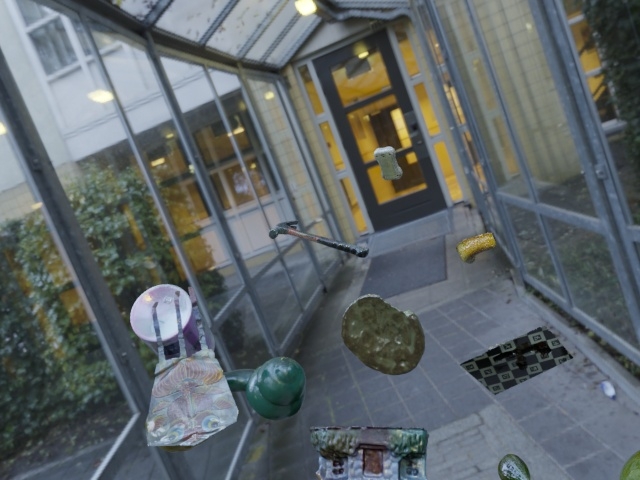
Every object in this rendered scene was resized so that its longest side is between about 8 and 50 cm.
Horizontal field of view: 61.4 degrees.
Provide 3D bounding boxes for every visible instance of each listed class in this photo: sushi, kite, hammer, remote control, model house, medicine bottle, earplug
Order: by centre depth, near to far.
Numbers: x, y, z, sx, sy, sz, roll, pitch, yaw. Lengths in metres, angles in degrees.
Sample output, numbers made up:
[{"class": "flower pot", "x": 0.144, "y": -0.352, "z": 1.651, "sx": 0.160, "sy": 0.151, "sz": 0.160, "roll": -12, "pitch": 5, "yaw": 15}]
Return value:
[{"class": "kite", "x": -0.197, "y": 0.171, "z": 0.756, "sx": 0.127, "sy": 0.230, "sz": 0.016, "roll": -18, "pitch": -30, "yaw": -5}, {"class": "medicine bottle", "x": -0.371, "y": 0.233, "z": 1.385, "sx": 0.152, "sy": 0.152, "sz": 0.254, "roll": -22, "pitch": -29, "yaw": -8}, {"class": "earplug", "x": -0.161, "y": 0.390, "z": 1.490, "sx": 0.280, "sy": 0.257, "sz": 0.164, "roll": -52, "pitch": 1, "yaw": 46}, {"class": "hammer", "x": 0.000, "y": -0.001, "z": 1.570, "sx": 0.287, "sy": 0.033, "sz": 0.111, "roll": 17, "pitch": 25, "yaw": 15}, {"class": "model house", "x": 0.146, "y": 0.732, "z": 1.589, "sx": 0.359, "sy": 0.339, "sz": 0.297, "roll": -2, "pitch": -22, "yaw": 10}, {"class": "sushi", "x": 0.587, "y": 0.348, "z": 1.626, "sx": 0.279, "sy": 0.192, "sz": 0.043, "roll": -36, "pitch": 26, "yaw": 26}, {"class": "remote control", "x": 0.226, "y": -0.257, "z": 1.798, "sx": 0.074, "sy": 0.122, "sz": 0.032, "roll": -3, "pitch": 39, "yaw": 30}]

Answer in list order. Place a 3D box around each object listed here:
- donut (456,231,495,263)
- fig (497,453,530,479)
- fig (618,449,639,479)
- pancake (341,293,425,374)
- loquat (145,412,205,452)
[{"class": "donut", "x": 0.331, "y": 0.017, "z": 1.140, "sx": 0.083, "sy": 0.038, "sz": 0.067, "roll": -18, "pitch": -30, "yaw": 15}, {"class": "fig", "x": 0.749, "y": 0.888, "z": 2.029, "sx": 0.117, "sy": 0.117, "sz": 0.177, "roll": -23, "pitch": 11, "yaw": -14}, {"class": "fig", "x": 1.009, "y": 0.703, "z": 1.498, "sx": 0.315, "sy": 0.316, "sz": 0.316, "roll": -21, "pitch": 7, "yaw": 3}, {"class": "pancake", "x": 0.167, "y": 0.251, "z": 1.443, "sx": 0.236, "sy": 0.223, "sz": 0.042, "roll": 6, "pitch": 17, "yaw": 25}, {"class": "loquat", "x": -0.418, "y": 0.543, "z": 1.585, "sx": 0.195, "sy": 0.152, "sz": 0.152, "roll": 19, "pitch": 20, "yaw": 14}]
